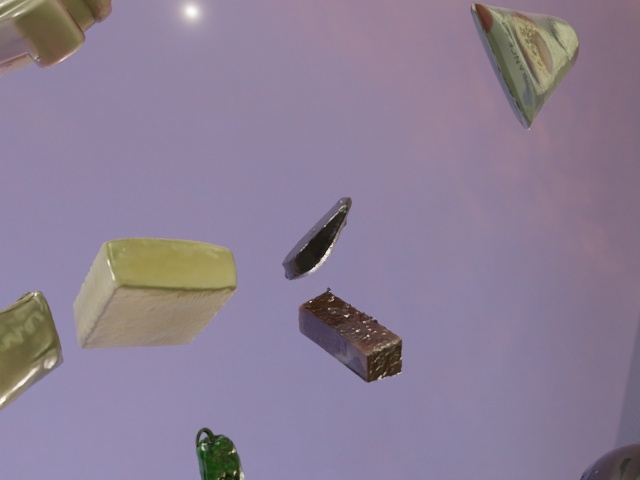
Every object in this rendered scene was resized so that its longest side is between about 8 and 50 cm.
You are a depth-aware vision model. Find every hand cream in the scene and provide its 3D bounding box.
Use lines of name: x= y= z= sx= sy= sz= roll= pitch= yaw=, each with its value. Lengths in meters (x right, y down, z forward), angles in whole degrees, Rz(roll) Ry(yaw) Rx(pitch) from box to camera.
hand cream: x=0.237 y=-0.208 z=0.638 sx=0.340 sy=0.077 sz=0.124 roll=-36 pitch=-78 yaw=-56

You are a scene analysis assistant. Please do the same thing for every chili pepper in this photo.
chili pepper: x=-0.193 y=0.481 z=1.106 sx=0.100 sy=0.074 sz=0.257 roll=-9 pitch=-91 yaw=-39

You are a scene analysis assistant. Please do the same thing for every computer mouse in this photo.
computer mouse: x=0.003 y=0.004 z=1.619 sx=0.087 sy=0.168 sz=0.295 roll=41 pitch=-81 yaw=-8

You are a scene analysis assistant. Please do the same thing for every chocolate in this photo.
chocolate: x=0.061 y=0.234 z=1.420 sx=0.111 sy=0.321 sz=0.112 roll=-17 pitch=-63 yaw=-29

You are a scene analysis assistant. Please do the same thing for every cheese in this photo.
cheese: x=-0.320 y=0.107 z=1.099 sx=0.242 sy=0.265 sz=0.124 roll=1 pitch=-122 yaw=-37

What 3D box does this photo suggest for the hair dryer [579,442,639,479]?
hair dryer: x=0.330 y=0.092 z=0.355 sx=0.284 sy=0.155 sz=0.320 roll=-39 pitch=-17 yaw=-53

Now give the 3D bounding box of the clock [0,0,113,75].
clock: x=-0.480 y=-0.396 z=0.985 sx=0.114 sy=0.283 sz=0.310 roll=58 pitch=-140 yaw=-37

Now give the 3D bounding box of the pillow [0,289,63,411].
pillow: x=-0.407 y=0.149 z=0.740 sx=0.208 sy=0.053 sz=0.119 roll=-61 pitch=-42 yaw=-72
